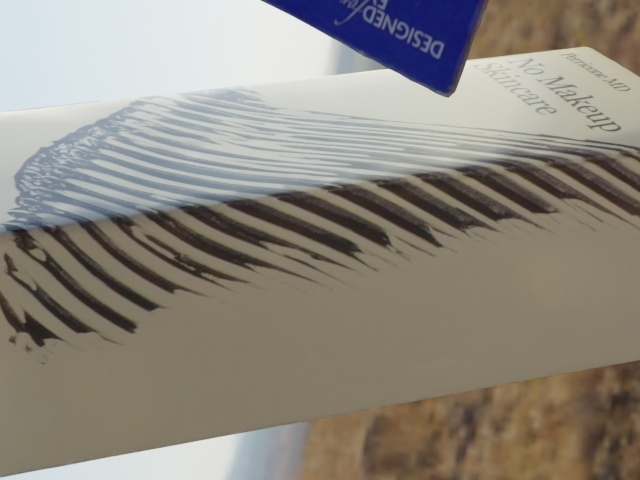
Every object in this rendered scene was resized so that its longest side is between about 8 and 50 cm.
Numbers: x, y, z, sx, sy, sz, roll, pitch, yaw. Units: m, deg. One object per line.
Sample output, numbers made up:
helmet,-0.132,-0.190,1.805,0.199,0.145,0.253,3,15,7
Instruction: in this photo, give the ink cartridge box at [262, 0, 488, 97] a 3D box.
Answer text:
ink cartridge box,0.014,-0.236,0.421,0.069,0.175,0.371,-14,-52,-52

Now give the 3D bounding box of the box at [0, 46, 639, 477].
box,0.000,0.000,0.643,0.113,0.275,0.094,-134,40,-56
